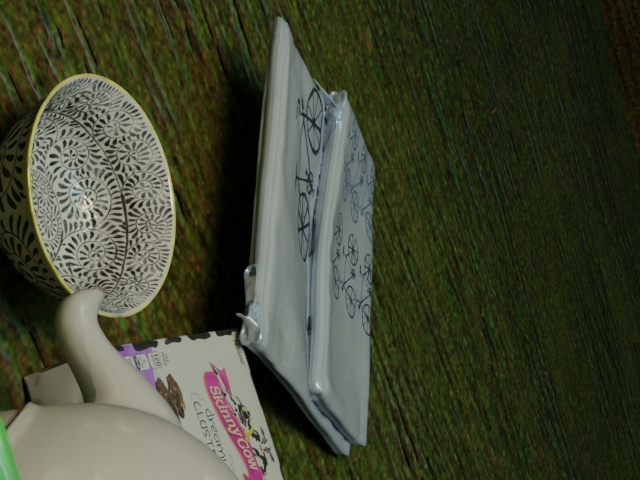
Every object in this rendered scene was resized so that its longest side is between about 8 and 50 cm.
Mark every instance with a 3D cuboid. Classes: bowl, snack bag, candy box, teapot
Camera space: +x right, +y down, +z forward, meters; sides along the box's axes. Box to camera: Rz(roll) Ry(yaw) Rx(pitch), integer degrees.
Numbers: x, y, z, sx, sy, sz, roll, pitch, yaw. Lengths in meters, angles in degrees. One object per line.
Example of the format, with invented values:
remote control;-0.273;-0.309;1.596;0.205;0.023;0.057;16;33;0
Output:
bowl;-0.180;-0.026;0.992;0.170;0.080;0.170;31;54;-57
snack bag;0.000;0.000;1.314;0.342;0.037;0.323;59;32;-61
candy box;-0.111;0.157;1.050;0.196;0.070;0.165;-3;73;-64
teapot;-0.178;0.189;0.821;0.187;0.252;0.256;37;14;-5

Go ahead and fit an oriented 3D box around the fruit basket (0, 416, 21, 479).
fruit basket;-0.281;0.169;0.565;0.353;0.165;0.327;-19;101;-33
